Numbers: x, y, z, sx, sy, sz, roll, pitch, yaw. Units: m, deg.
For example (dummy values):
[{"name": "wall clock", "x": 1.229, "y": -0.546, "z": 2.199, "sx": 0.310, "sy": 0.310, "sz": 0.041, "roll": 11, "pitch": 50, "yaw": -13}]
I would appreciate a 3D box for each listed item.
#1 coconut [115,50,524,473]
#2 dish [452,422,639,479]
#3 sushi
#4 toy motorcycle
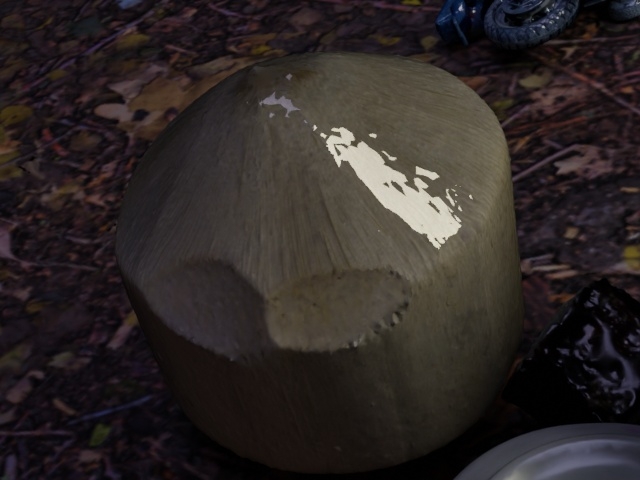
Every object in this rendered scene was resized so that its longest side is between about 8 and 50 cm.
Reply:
[{"name": "coconut", "x": 0.000, "y": 0.000, "z": 1.164, "sx": 0.237, "sy": 0.266, "sz": 0.237, "roll": -5, "pitch": 44, "yaw": 5}, {"name": "dish", "x": 0.145, "y": 0.183, "z": 0.999, "sx": 0.256, "sy": 0.117, "sz": 0.256, "roll": -10, "pitch": 38, "yaw": 8}, {"name": "sushi", "x": 0.164, "y": 0.074, "z": 1.140, "sx": 0.084, "sy": 0.094, "sz": 0.098, "roll": 39, "pitch": 56, "yaw": 15}, {"name": "toy motorcycle", "x": 0.201, "y": -0.233, "z": 1.546, "sx": 0.254, "sy": 0.092, "sz": 0.135, "roll": -42, "pitch": 34, "yaw": -18}]
